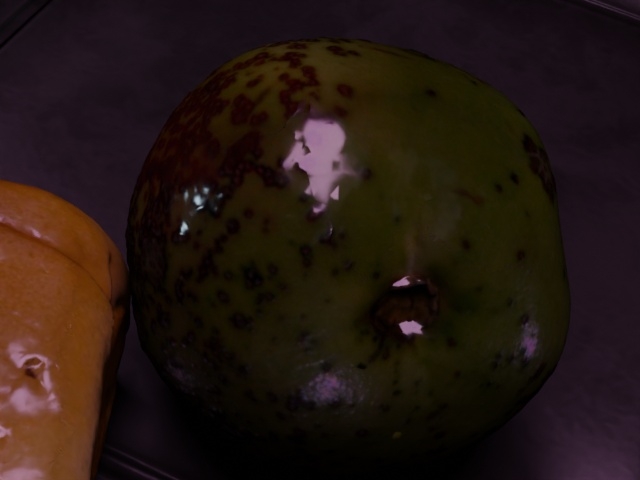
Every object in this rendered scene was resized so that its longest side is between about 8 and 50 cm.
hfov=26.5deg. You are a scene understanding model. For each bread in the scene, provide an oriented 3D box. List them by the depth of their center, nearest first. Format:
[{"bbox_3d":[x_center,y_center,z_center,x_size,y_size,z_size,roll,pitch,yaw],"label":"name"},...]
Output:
[{"bbox_3d":[-0.178,0.106,0.557,0.166,0.132,0.294,12,44,-7],"label":"bread"}]

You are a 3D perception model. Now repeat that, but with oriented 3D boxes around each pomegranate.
[{"bbox_3d":[0.000,0.000,0.663,0.214,0.214,0.248,-13,17,-21],"label":"pomegranate"}]
